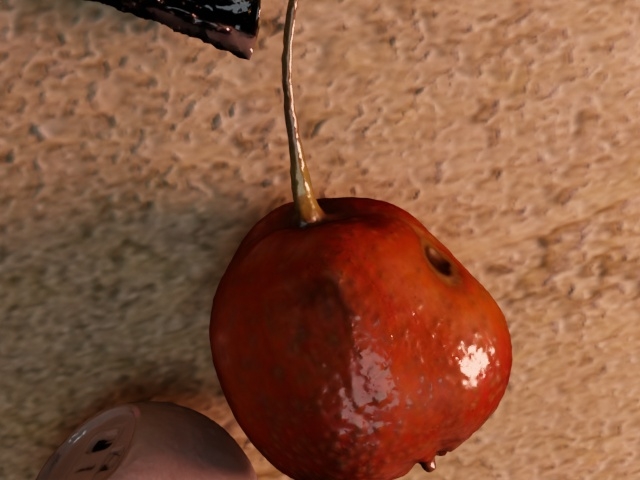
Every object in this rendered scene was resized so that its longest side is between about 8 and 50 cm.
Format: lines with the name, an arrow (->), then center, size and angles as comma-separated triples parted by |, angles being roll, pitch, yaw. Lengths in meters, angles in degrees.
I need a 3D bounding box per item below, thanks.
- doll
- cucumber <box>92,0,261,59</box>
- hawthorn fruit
doll -> -0.057, 0.228, 0.695 | 0.151, 0.151, 0.287 | -35, 115, 8
cucumber -> -0.145, -0.159, 0.564 | 0.245, 0.067, 0.067 | 15, 109, -12
hawthorn fruit -> 0.000, 0.000, 0.613 | 0.165, 0.165, 0.286 | -21, 104, 1
